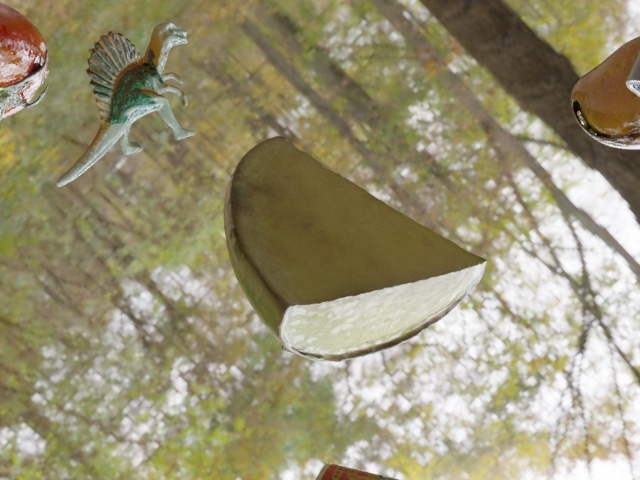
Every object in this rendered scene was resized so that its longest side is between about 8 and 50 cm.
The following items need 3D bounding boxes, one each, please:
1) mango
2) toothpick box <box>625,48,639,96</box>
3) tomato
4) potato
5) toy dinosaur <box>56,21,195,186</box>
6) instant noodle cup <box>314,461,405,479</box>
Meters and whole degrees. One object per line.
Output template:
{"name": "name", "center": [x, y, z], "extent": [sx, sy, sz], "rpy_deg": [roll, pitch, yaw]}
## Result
{"name": "mango", "center": [0.470, -0.219, 1.532], "extent": [0.236, 0.136, 0.166], "rpy_deg": [5, -99, 64]}
{"name": "toothpick box", "center": [0.355, -0.194, 0.935], "extent": [0.101, 0.101, 0.153], "rpy_deg": [-139, -108, -79]}
{"name": "tomato", "center": [-0.387, -0.204, 1.150], "extent": [0.167, 0.167, 0.167], "rpy_deg": [-44, -168, 11]}
{"name": "potato", "center": [0.000, 0.000, 1.137], "extent": [0.269, 0.255, 0.112], "rpy_deg": [-9, 137, -34]}
{"name": "toy dinosaur", "center": [-0.168, -0.126, 0.883], "extent": [0.044, 0.106, 0.187], "rpy_deg": [2, -158, 46]}
{"name": "instant noodle cup", "center": [0.124, 0.564, 1.917], "extent": [0.294, 0.308, 0.293], "rpy_deg": [15, 90, -71]}
